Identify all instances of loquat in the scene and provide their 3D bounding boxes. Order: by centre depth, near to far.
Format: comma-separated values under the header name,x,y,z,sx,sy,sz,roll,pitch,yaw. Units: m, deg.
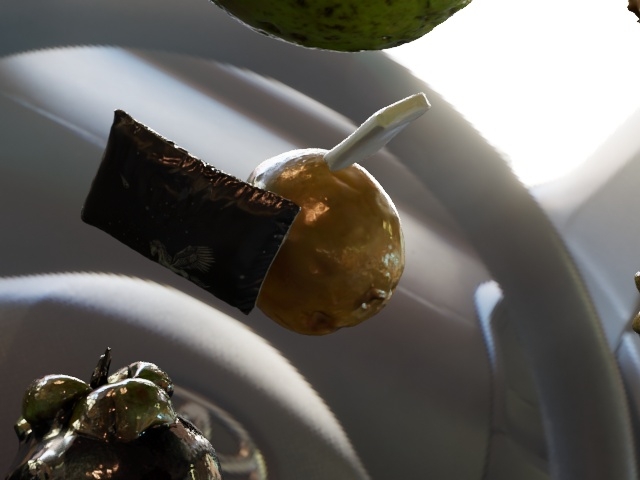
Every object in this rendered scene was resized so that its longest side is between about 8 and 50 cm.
name,x,y,z,sx,sy,sz,roll,pitch,yaw
loquat,0.000,0.000,1.775,0.276,0.276,0.284,19,33,-45

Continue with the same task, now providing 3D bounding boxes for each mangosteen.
name,x,y,z,sx,sy,sz,roll,pitch,yaw
mangosteen,-0.201,0.228,1.053,0.243,0.243,0.243,27,9,-5

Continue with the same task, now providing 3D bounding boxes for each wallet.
name,x,y,z,sx,sy,sz,roll,pitch,yaw
wallet,0.074,-0.145,1.541,0.033,0.095,0.190,63,-27,5

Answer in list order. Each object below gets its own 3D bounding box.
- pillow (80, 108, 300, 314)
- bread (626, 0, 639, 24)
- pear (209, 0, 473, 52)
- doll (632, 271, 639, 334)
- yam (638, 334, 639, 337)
name,x,y,z,sx,sy,sz,roll,pitch,yaw
pillow,-0.134,-0.026,1.121,0.208,0.141,0.055,30,29,8
bread,0.278,-0.126,0.422,0.183,0.236,0.388,-1,0,-30
pear,-0.004,-0.371,1.065,0.391,0.391,0.391,27,9,-5
doll,0.244,0.035,0.782,0.061,0.093,0.051,-7,21,-35
yam,0.307,0.117,0.909,0.069,0.069,0.146,12,55,-61
